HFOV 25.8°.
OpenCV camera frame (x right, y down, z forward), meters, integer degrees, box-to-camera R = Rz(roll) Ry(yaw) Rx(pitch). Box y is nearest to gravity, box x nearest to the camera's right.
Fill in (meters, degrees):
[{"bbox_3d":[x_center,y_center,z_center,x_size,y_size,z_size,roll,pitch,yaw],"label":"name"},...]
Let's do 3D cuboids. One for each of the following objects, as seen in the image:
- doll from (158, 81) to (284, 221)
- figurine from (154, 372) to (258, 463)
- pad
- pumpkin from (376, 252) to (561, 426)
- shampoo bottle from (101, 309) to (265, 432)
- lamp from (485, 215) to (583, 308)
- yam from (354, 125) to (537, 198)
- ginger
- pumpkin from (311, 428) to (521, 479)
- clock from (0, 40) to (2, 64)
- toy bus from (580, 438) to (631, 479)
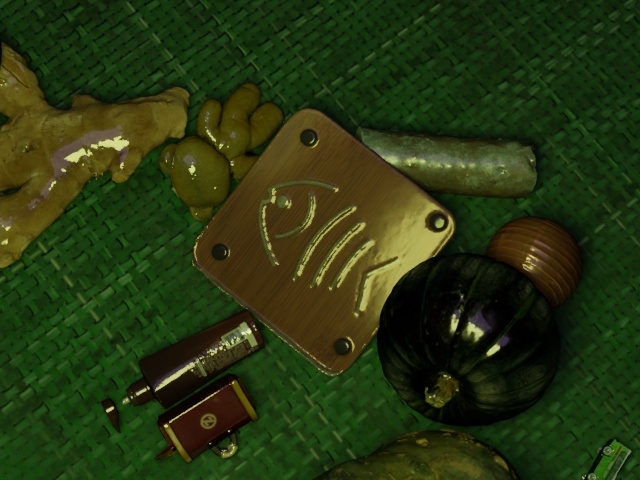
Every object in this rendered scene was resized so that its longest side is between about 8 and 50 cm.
[{"bbox_3d":[-0.142,-0.132,1.990,0.209,0.097,0.137,-47,112,-26],"label":"doll"},{"bbox_3d":[-0.157,0.257,1.893,0.154,0.082,0.098,-34,98,-8],"label":"figurine"},{"bbox_3d":[0.000,0.000,1.937,0.284,0.018,0.286,39,96,8],"label":"pad"},{"bbox_3d":[0.186,0.141,1.830,0.250,0.250,0.216,30,51,7],"label":"pumpkin"},{"bbox_3d":[-0.189,0.178,1.911,0.236,0.067,0.068,-28,68,-7],"label":"shampoo bottle"},{"bbox_3d":[0.292,0.033,1.916,0.136,0.136,0.136,0,76,-1],"label":"lamp"},{"bbox_3d":[0.173,-0.108,1.975,0.259,0.093,0.093,5,76,0],"label":"yam"},{"bbox_3d":[-0.378,-0.106,1.954,0.348,0.122,0.363,6,65,10],"label":"ginger"},{"bbox_3d":[0.118,0.371,1.741,0.328,0.291,0.257,-28,75,-22],"label":"pumpkin"},{"bbox_3d":[-0.563,-0.247,1.962,0.230,0.083,0.230,-11,64,23],"label":"clock"},{"bbox_3d":[0.386,0.311,1.900,0.037,0.031,0.083,34,78,-2],"label":"toy bus"}]
